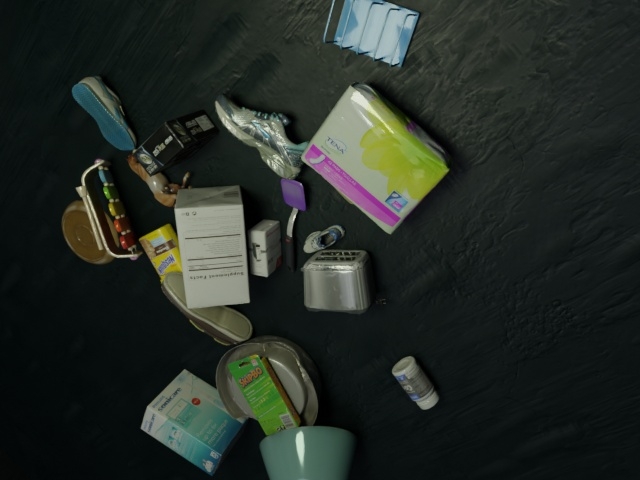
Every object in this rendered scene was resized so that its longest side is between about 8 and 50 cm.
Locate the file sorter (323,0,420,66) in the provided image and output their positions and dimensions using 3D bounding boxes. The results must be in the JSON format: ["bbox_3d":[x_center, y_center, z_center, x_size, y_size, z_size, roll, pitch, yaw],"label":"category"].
[{"bbox_3d":[0.107,-0.459,1.096,0.170,0.104,0.118,24,120,11],"label":"file sorter"}]

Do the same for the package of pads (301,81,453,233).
[{"bbox_3d":[0.131,-0.194,1.169,0.297,0.101,0.229,40,122,1],"label":"package of pads"}]

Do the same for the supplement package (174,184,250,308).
[{"bbox_3d":[-0.294,0.014,1.398,0.176,0.177,0.292,-5,114,-10],"label":"supplement package"}]

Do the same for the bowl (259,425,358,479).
[{"bbox_3d":[-0.033,0.705,1.550,0.312,0.163,0.311,-2,141,-2],"label":"bowl"}]

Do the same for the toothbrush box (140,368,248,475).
[{"bbox_3d":[-0.421,0.614,1.725,0.296,0.216,0.126,29,120,10],"label":"toothbrush box"}]

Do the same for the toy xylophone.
[{"bbox_3d":[-0.627,-0.080,1.501,0.081,0.236,0.322,-18,106,-9],"label":"toy xylophone"}]

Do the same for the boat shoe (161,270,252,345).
[{"bbox_3d":[-0.363,0.219,1.558,0.324,0.116,0.097,39,130,-20],"label":"boat shoe"}]

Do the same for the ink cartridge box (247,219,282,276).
[{"bbox_3d":[-0.155,0.019,1.419,0.056,0.099,0.135,8,114,21],"label":"ink cartridge box"}]

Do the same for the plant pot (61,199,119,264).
[{"bbox_3d":[-0.788,-0.020,1.704,0.237,0.032,0.236,9,116,19],"label":"plant pot"}]

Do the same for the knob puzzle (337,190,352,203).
[{"bbox_3d":[0.101,-0.182,1.264,0.213,0.030,0.213,9,116,19],"label":"knob puzzle"}]

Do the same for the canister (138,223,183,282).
[{"bbox_3d":[-0.480,0.044,1.581,0.126,0.073,0.169,-22,101,28],"label":"canister"}]

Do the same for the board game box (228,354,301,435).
[{"bbox_3d":[-0.172,0.465,1.531,0.124,0.039,0.259,-24,100,25],"label":"board game box"}]

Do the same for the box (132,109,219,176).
[{"bbox_3d":[-0.381,-0.262,1.341,0.147,0.180,0.077,-32,100,31],"label":"box"}]

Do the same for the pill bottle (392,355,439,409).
[{"bbox_3d":[0.271,0.403,1.424,0.078,0.078,0.137,-33,97,30],"label":"pill bottle"}]

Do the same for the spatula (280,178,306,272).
[{"bbox_3d":[-0.080,-0.036,1.398,0.084,0.030,0.296,25,124,32],"label":"spatula"}]

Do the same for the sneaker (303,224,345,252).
[{"bbox_3d":[0.000,0.000,1.370,0.135,0.058,0.052,-30,98,31],"label":"sneaker"}]

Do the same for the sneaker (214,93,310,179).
[{"bbox_3d":[-0.139,-0.290,1.289,0.283,0.110,0.122,40,110,-7],"label":"sneaker"}]

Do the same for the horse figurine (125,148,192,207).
[{"bbox_3d":[-0.458,-0.178,1.473,0.263,0.066,0.174,49,131,-9],"label":"horse figurine"}]

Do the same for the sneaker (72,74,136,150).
[{"bbox_3d":[-0.599,-0.364,1.447,0.088,0.092,0.228,-11,127,24],"label":"sneaker"}]

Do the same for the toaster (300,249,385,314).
[{"bbox_3d":[0.056,0.109,1.355,0.227,0.129,0.146,1,110,24],"label":"toaster"}]

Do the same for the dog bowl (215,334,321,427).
[{"bbox_3d":[-0.155,0.458,1.598,0.349,0.102,0.348,6,109,19],"label":"dog bowl"}]
